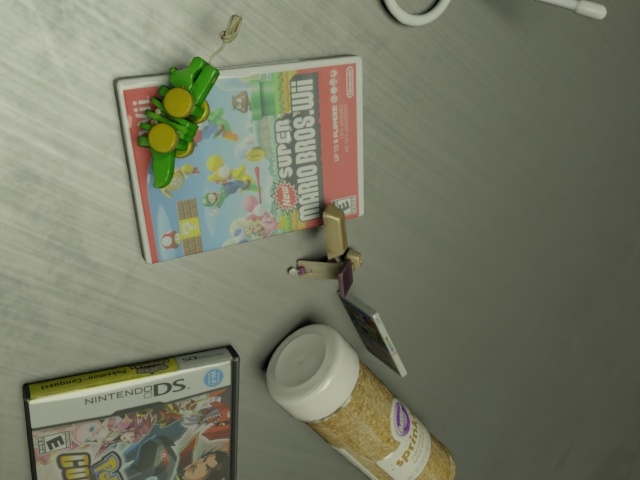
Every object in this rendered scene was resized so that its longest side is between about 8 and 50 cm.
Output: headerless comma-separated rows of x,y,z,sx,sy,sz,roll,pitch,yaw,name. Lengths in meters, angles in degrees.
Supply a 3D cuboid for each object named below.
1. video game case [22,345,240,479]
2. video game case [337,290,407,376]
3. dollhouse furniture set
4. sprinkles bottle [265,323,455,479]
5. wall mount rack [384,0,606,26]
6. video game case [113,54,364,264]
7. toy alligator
-0.226,0.280,0.769,0.248,0.035,0.275,-7,112,-27,video game case
0.071,0.127,0.843,0.011,0.087,0.122,-37,123,-15,video game case
0.000,0.000,0.783,0.091,0.081,0.114,-55,143,-56,dollhouse furniture set
0.069,0.264,0.877,0.121,0.121,0.355,-45,125,-7,sprinkles bottle
0.216,-0.404,0.687,0.304,0.130,0.350,7,106,-31,wall mount rack
-0.077,-0.098,0.708,0.285,0.025,0.204,-13,115,-24,video game case
-0.139,-0.145,0.610,0.051,0.056,0.190,26,97,6,toy alligator
